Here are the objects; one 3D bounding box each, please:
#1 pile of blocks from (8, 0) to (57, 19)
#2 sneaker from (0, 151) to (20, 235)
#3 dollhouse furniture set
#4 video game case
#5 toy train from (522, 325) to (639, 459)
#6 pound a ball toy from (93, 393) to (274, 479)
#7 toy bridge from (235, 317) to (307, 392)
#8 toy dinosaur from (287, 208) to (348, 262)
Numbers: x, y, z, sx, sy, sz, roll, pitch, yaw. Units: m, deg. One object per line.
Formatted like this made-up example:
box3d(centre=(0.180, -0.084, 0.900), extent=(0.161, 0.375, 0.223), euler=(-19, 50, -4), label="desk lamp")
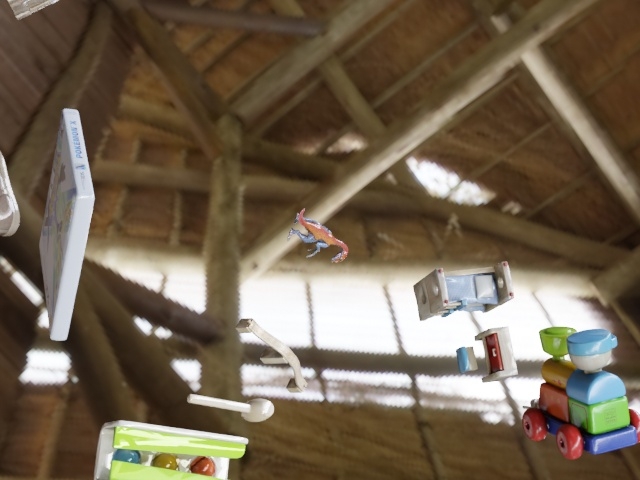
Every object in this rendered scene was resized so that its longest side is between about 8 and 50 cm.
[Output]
box3d(centre=(-0.421, -0.458, 1.550), extent=(0.112, 0.362, 0.149), euler=(-27, 159, -8), label="pile of blocks")
box3d(centre=(-0.499, -0.088, 1.719), extent=(0.066, 0.071, 0.188), euler=(-48, -123, 24), label="sneaker")
box3d(centre=(0.250, 0.142, 1.962), extent=(0.129, 0.184, 0.129), euler=(-6, 166, -15), label="dollhouse furniture set")
box3d(centre=(-0.481, -0.032, 2.208), extent=(0.300, 0.036, 0.329), euler=(-113, -145, -50), label="video game case")
box3d(centre=(0.297, 0.171, 1.470), extent=(0.105, 0.143, 0.248), euler=(-10, -172, -16), label="toy train")
box3d(centre=(-0.263, 0.394, 2.274), extent=(0.135, 0.319, 0.208), euler=(-25, -123, 57), label="pound a ball toy")
box3d(centre=(-0.077, 0.204, 2.088), extent=(0.063, 0.188, 0.026), euler=(-5, -137, 41), label="toy bridge")
box3d(centre=(0.000, 0.000, 1.506), extent=(0.090, 0.082, 0.047), euler=(140, -30, -78), label="toy dinosaur")
